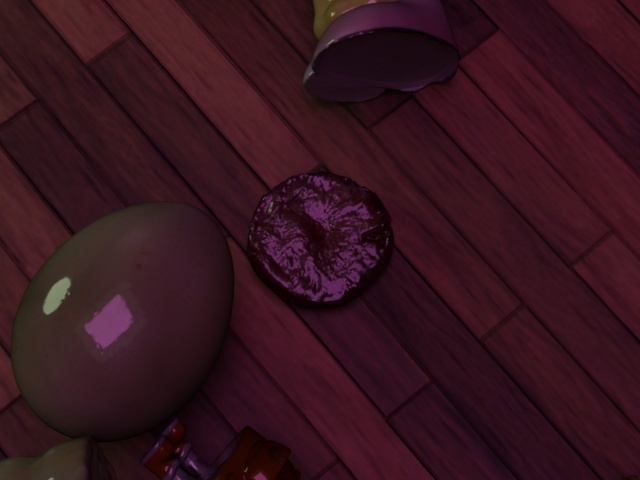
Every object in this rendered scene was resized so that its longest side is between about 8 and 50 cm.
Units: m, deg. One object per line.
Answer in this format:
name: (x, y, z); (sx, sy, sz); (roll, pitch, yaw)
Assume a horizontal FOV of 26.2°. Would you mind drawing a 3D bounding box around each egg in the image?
egg: (-0.182, 0.072, 1.307); (0.188, 0.188, 0.254); (28, 66, 8)

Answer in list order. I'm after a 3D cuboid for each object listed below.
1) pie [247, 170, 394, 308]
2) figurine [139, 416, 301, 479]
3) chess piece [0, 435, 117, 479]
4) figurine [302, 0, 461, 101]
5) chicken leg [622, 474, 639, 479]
pie: (0.000, 0.000, 1.411); (0.154, 0.036, 0.154); (0, 72, -1)
figurine: (-0.053, 0.274, 1.285); (0.143, 0.143, 0.271); (-40, 101, -12)
chess piece: (-0.379, 0.344, 1.210); (0.442, 0.234, 0.234); (-16, 73, -2)
figurine: (-0.017, -0.312, 1.435); (0.284, 0.206, 0.316); (-10, 67, -15)
chicken leg: (0.244, 0.382, 1.249); (0.429, 0.153, 0.201); (-43, 65, -6)
